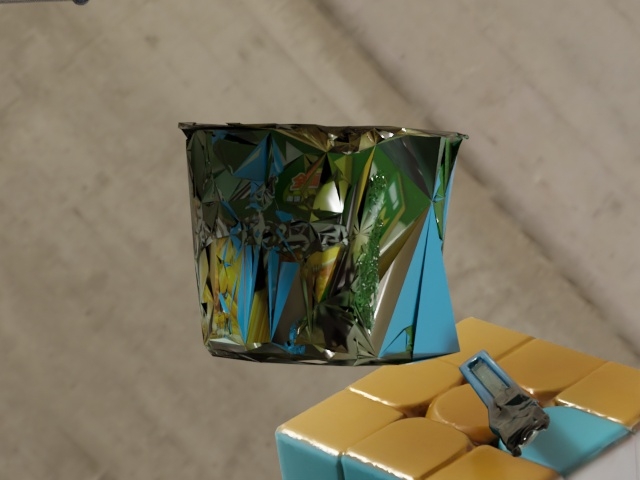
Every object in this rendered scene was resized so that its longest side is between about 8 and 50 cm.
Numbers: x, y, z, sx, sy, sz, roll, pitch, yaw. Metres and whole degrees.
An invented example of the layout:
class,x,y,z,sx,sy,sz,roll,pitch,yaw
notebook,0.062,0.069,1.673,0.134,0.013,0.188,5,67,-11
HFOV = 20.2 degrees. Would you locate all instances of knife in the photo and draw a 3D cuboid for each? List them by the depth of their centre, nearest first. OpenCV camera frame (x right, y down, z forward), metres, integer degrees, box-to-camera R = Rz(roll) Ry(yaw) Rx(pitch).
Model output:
class,x,y,z,sx,sy,sz,roll,pitch,yaw
knife,0.149,0.131,1.514,0.026,0.044,0.296,47,1,-9

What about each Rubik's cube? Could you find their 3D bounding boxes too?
class,x,y,z,sx,sy,sz,roll,pitch,yaw
Rubik's cube,0.169,0.282,1.737,0.291,0.291,0.290,18,-56,44

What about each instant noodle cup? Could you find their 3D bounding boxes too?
class,x,y,z,sx,sy,sz,roll,pitch,yaw
instant noodle cup,0.000,0.000,1.399,0.240,0.240,0.178,3,-87,35

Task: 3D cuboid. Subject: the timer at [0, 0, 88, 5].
class,x,y,z,sx,sy,sz,roll,pitch,yaw
timer,-0.193,-0.371,1.317,0.395,0.173,0.395,18,-70,62
